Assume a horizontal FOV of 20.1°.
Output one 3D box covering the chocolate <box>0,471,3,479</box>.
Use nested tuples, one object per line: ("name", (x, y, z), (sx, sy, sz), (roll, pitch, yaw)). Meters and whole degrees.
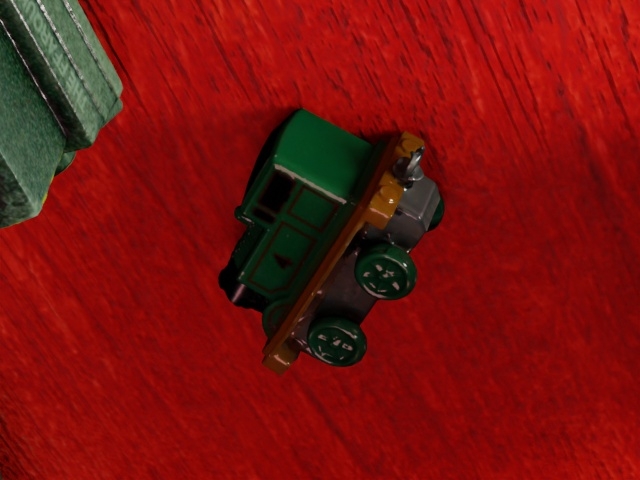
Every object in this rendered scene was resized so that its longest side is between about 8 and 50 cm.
("chocolate", (-0.319, 0.215, 1.508), (0.157, 0.080, 0.254), (12, 134, 20))

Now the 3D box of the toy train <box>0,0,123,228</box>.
("toy train", (-0.246, -0.142, 1.086), (0.139, 0.178, 0.330), (-11, 129, 19))

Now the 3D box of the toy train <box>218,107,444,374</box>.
("toy train", (0.000, 0.000, 1.240), (0.136, 0.091, 0.227), (31, 133, -5))
